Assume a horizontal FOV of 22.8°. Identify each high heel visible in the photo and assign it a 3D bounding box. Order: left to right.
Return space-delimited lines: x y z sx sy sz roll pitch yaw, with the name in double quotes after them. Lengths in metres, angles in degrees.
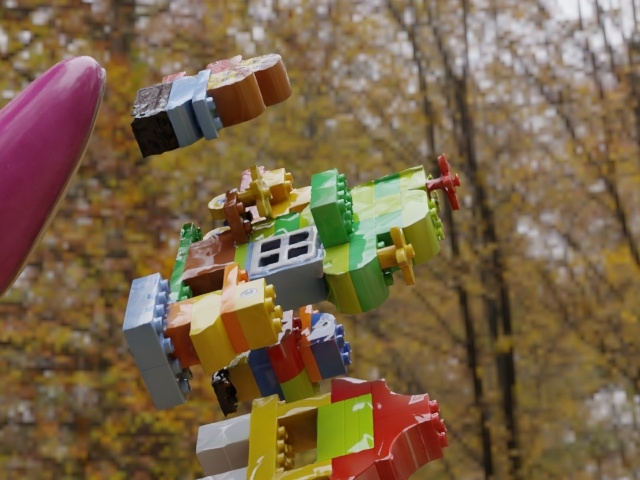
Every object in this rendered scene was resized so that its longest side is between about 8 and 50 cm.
-0.198 0.000 0.680 0.117 0.082 0.244 35 -77 -20 "high heel"

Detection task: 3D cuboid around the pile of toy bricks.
0.000 0.000 0.560 0.105 0.212 0.118 -16 -63 8 "pile of toy bricks"
